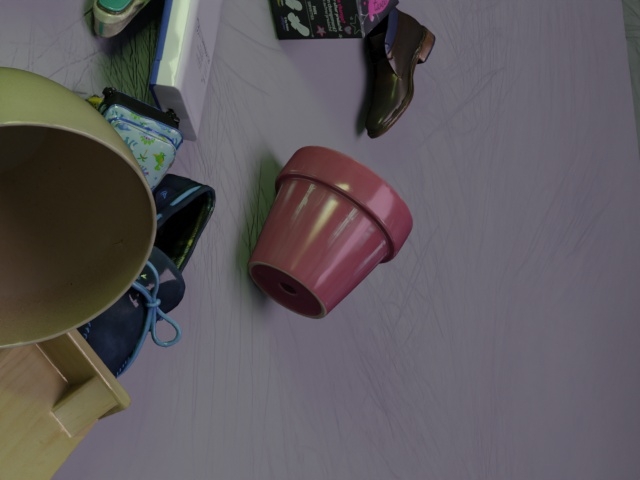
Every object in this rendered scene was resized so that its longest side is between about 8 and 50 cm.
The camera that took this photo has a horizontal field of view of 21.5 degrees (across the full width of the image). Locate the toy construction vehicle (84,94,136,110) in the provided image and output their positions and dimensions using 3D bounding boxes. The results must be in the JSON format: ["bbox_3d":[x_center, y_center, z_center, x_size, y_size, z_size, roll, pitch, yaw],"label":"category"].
[{"bbox_3d":[-0.238,-0.130,1.993,0.086,0.035,0.098,-37,124,-56],"label":"toy construction vehicle"}]

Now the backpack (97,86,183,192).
[{"bbox_3d":[-0.222,-0.098,1.928,0.114,0.105,0.084,-59,-158,21],"label":"backpack"}]

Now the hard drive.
[{"bbox_3d":[-0.151,-0.305,2.067,0.210,0.040,0.318,81,18,-76],"label":"hard drive"}]

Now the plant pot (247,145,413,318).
[{"bbox_3d":[0.000,0.000,2.319,0.180,0.201,0.201,-56,142,-22],"label":"plant pot"}]

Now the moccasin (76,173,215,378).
[{"bbox_3d":[-0.211,0.036,1.931,0.137,0.117,0.342,69,28,-45],"label":"moccasin"}]

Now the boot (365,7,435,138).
[{"bbox_3d":[0.095,-0.268,2.622,0.106,0.082,0.219,41,57,-30],"label":"boot"}]

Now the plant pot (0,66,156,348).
[{"bbox_3d":[-0.317,-0.061,1.639,0.284,0.284,0.191,61,6,-46],"label":"plant pot"}]

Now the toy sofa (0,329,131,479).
[{"bbox_3d":[-0.366,0.233,1.684,0.150,0.177,0.362,53,40,-16],"label":"toy sofa"}]

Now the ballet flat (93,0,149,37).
[{"bbox_3d":[-0.224,-0.297,2.007,0.168,0.057,0.052,-52,166,-44],"label":"ballet flat"}]

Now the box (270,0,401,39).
[{"bbox_3d":[0.038,-0.401,2.395,0.247,0.142,0.163,-48,133,-51],"label":"box"}]
